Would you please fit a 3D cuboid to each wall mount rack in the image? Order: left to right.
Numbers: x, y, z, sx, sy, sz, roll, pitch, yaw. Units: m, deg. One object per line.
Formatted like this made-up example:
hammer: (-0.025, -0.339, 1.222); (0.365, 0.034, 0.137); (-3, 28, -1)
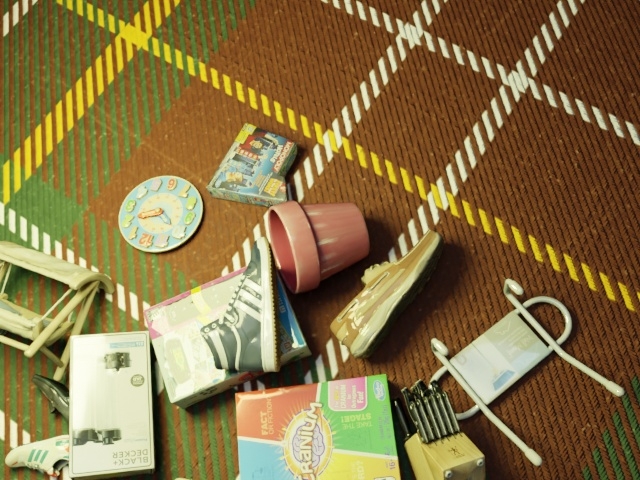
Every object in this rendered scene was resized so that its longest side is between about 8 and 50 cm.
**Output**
wall mount rack: (0.394, 0.257, 1.374); (0.350, 0.130, 0.304); (-37, 68, -7)

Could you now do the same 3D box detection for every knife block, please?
knife block: (0.223, 0.419, 1.358); (0.088, 0.242, 0.275); (-13, 111, -15)

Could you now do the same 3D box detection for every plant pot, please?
plant pot: (0.000, 0.000, 1.514); (0.180, 0.201, 0.201); (-15, 66, -15)

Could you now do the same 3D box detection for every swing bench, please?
swing bench: (-0.644, 0.134, 1.540); (0.253, 0.165, 0.254); (17, 63, 13)

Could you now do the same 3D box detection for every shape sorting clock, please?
shape sorting clock: (-0.384, -0.066, 1.669); (0.206, 0.040, 0.206); (-3, 68, 7)

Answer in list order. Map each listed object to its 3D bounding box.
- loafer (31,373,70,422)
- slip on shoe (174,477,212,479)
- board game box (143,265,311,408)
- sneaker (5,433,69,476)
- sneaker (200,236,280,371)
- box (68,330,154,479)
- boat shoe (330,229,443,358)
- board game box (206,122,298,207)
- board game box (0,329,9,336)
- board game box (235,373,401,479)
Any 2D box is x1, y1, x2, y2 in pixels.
loafer: (-0.572, 0.350, 1.517); (0.170, 0.062, 0.061); (29, 80, 19)
slip on shoe: (-0.233, 0.506, 1.415); (0.135, 0.051, 0.041); (7, 29, 20)
board game box: (-0.201, 0.198, 1.505); (0.303, 0.097, 0.224); (-23, 67, -2)
sneaker: (-0.588, 0.466, 1.472); (0.161, 0.057, 0.075); (-16, 61, -1)
sneaker: (-0.164, 0.131, 1.422); (0.153, 0.099, 0.282); (-5, 71, 4)
box: (-0.434, 0.344, 1.457); (0.169, 0.087, 0.290); (-1, 66, -14)
boat shoe: (0.142, 0.096, 1.485); (0.116, 0.123, 0.324); (35, 75, 22)
board game box: (-0.137, -0.158, 1.660); (0.194, 0.060, 0.194); (24, 73, 16)
board game box: (-0.812, 0.231, 1.619); (0.126, 0.026, 0.186); (28, 75, 18)
board game box: (-0.006, 0.412, 1.404); (0.317, 0.064, 0.242); (-9, 67, 5)
